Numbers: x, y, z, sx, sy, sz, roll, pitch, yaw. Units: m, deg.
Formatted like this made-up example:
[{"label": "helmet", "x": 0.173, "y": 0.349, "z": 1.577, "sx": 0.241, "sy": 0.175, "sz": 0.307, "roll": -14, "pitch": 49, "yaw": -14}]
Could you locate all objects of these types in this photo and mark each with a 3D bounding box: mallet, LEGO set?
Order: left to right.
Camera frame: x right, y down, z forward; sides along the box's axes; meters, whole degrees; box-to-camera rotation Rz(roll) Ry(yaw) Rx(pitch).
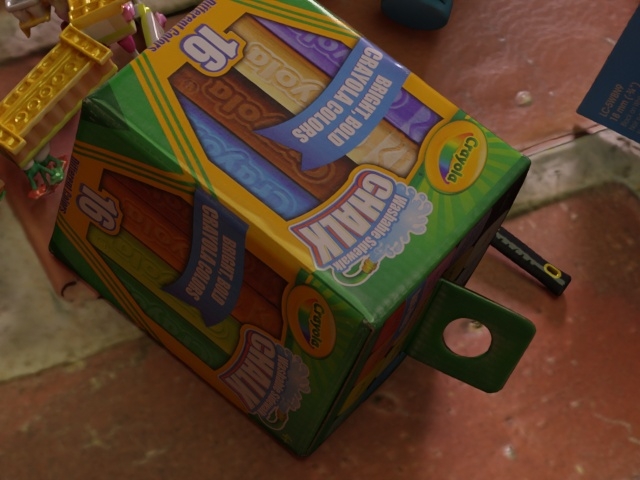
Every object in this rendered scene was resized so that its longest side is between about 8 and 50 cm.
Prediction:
[{"label": "LEGO set", "x": -0.169, "y": -0.109, "z": 1.312, "sx": 0.132, "sy": 0.107, "sz": 0.287, "roll": -4, "pitch": 56, "yaw": 22}, {"label": "mallet", "x": 0.100, "y": -0.030, "z": 1.362, "sx": 0.189, "sy": 0.039, "sz": 0.062, "roll": 32, "pitch": 52, "yaw": 0}]

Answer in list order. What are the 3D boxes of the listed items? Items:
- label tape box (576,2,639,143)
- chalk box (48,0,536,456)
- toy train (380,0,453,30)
[{"label": "label tape box", "x": 0.354, "y": -0.052, "z": 1.324, "sx": 0.333, "sy": 0.241, "sz": 0.106, "roll": 23, "pitch": 56, "yaw": 0}, {"label": "chalk box", "x": 0.000, "y": 0.000, "z": 1.218, "sx": 0.289, "sy": 0.180, "sz": 0.179, "roll": 38, "pitch": 55, "yaw": 11}, {"label": "toy train", "x": 0.004, "y": -0.258, "z": 1.450, "sx": 0.248, "sy": 0.105, "sz": 0.143, "roll": 19, "pitch": 67, "yaw": -4}]
